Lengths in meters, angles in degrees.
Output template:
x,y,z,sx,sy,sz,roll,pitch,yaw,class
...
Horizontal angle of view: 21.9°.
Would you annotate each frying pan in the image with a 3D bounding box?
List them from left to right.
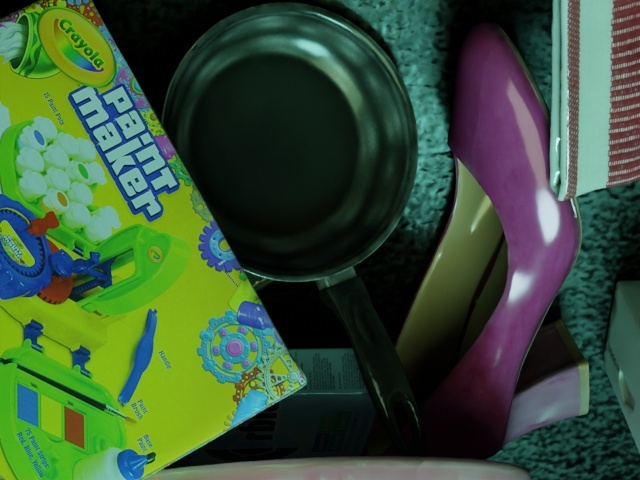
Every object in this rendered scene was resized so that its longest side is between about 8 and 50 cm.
x,y,z,sx,sy,sz,roll,pitch,yaw,class
0.018,-0.022,1.189,0.197,0.053,0.326,-47,106,-19,frying pan

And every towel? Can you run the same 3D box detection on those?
x,y,z,sx,sy,sz,roll,pitch,yaw,class
0.297,-0.173,1.139,0.329,0.037,0.237,-17,121,-21,towel

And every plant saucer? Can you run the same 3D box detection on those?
x,y,z,sx,sy,sz,roll,pitch,yaw,class
-0.007,0.219,1.238,0.332,0.332,0.084,0,76,-7,plant saucer

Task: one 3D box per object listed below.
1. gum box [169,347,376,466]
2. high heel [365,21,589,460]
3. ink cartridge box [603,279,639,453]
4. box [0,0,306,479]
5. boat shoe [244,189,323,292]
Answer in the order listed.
x,y,z,sx,sy,sz,roll,pitch,yaw,class
-0.052,0.132,1.283,0.184,0.041,0.157,0,153,-6,gum box
0.096,0.023,1.230,0.181,0.127,0.377,-17,122,-6,high heel
0.340,0.099,1.294,0.203,0.148,0.086,-1,120,-6,ink cartridge box
-0.210,0.039,1.063,0.279,0.177,0.290,-28,89,-15,box
-0.131,0.035,1.234,0.305,0.091,0.109,-21,119,5,boat shoe
